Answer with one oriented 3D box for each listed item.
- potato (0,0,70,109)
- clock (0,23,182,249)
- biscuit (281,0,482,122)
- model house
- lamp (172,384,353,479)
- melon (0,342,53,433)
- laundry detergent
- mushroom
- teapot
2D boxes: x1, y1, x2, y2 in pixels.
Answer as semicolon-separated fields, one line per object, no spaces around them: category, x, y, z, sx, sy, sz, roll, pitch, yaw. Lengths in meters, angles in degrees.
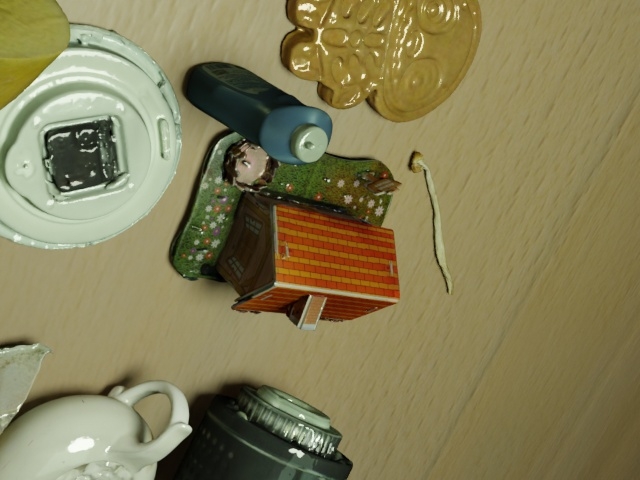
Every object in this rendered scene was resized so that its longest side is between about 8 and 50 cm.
potato;-0.325;-0.152;0.570;0.158;0.178;0.203;-44;149;24
clock;-0.237;-0.090;0.731;0.236;0.053;0.236;-19;126;-28
biscuit;0.085;-0.243;0.893;0.289;0.044;0.202;-2;117;-38
model house;-0.001;0.001;0.892;0.294;0.154;0.207;11;110;-40
lamp;-0.094;0.326;0.968;0.205;0.374;0.272;33;61;-37
melon;-0.373;0.174;0.759;0.202;0.093;0.139;-52;126;-7
laundry detergent;-0.054;-0.124;0.742;0.097;0.206;0.061;12;107;-39
mushroom;0.174;-0.019;1.105;0.028;0.026;0.286;-26;132;-3
teapot;-0.277;0.269;0.852;0.298;0.139;0.204;-49;131;-2
